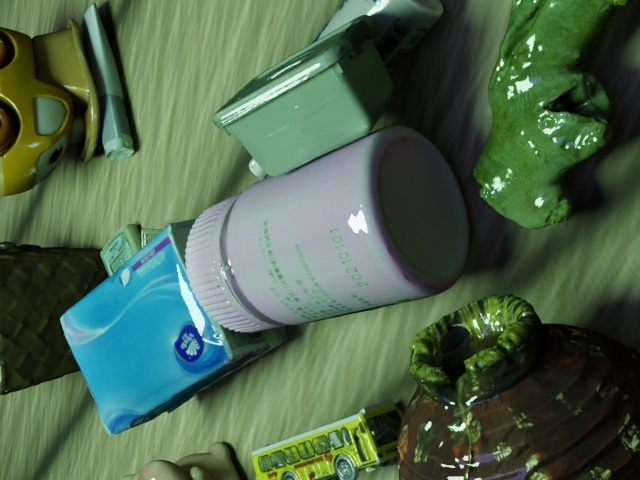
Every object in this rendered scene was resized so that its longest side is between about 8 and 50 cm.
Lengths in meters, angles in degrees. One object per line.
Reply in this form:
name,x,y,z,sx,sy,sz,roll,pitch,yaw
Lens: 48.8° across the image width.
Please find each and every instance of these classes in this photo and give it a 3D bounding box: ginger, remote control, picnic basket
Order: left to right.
picnic basket,-0.544,0.130,1.203,0.321,0.291,0.254,-2,94,33
remote control,-0.288,0.091,1.143,0.098,0.038,0.233,-40,68,35
ginger,0.210,-0.145,0.624,0.137,0.089,0.289,-118,32,-64

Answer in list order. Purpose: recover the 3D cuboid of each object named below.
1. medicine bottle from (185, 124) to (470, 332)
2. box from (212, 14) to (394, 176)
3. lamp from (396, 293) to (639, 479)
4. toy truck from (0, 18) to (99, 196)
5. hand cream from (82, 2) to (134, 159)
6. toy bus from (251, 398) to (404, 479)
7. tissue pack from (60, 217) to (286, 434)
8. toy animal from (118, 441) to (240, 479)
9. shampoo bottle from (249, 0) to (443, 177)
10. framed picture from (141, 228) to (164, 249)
medicine bottle,0.000,0.000,0.786,0.291,0.178,0.178,-19,82,41
box,-0.009,-0.140,0.720,0.172,0.124,0.092,-21,113,34
lamp,0.176,0.165,0.615,0.247,0.247,0.246,6,99,41
toy truck,-0.480,-0.216,1.134,0.204,0.212,0.287,-37,62,60
hand cream,-0.352,-0.259,1.150,0.079,0.048,0.255,-26,77,54
toy bus,0.011,0.265,0.878,0.226,0.081,0.074,-33,69,42
tissue pack,-0.207,0.116,0.964,0.263,0.146,0.198,-34,77,29
toy animal,-0.213,0.386,1.004,0.171,0.198,0.171,6,101,36
shampoo bottle,0.008,-0.179,0.817,0.303,0.092,0.092,-44,67,36
framed picture,-0.176,0.070,1.034,0.231,0.010,0.172,1,95,31
